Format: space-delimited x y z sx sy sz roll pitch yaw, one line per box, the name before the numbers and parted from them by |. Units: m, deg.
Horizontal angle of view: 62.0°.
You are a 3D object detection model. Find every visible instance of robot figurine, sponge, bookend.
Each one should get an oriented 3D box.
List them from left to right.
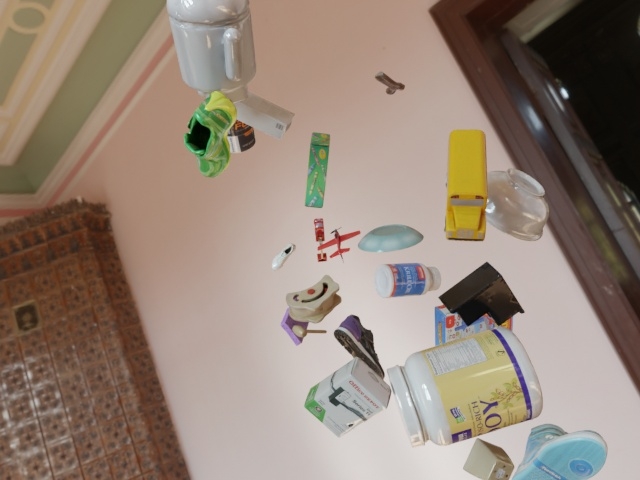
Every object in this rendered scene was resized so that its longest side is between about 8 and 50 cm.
robot figurine | -0.271 -0.519 1.348 0.200 0.300 0.353 -26 -40 -22
sponge | -0.098 0.324 2.194 0.031 0.117 0.210 -29 18 25
bookend | 0.416 0.165 1.373 0.156 0.072 0.157 -38 -60 6

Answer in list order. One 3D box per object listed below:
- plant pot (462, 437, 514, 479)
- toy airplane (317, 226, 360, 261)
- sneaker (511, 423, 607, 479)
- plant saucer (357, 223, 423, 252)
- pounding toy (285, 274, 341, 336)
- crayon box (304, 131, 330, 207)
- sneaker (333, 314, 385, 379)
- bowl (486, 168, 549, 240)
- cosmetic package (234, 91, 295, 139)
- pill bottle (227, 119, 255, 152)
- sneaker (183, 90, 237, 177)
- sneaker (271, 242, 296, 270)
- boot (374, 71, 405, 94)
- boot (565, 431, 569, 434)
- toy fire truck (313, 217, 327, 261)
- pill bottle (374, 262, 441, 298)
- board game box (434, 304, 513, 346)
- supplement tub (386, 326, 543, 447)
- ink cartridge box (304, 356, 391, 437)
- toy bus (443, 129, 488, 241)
plant pot | 0.523 0.689 1.626 0.109 0.108 0.096 27 -3 -19
toy airplane | 0.055 0.012 1.656 0.151 0.151 0.028 -25 -50 8
sneaker | 0.637 0.543 1.416 0.208 0.127 0.319 -41 -14 -48
plant saucer | 0.202 -0.014 1.559 0.195 0.037 0.195 -10 16 3
pounding toy | -0.036 0.266 2.050 0.269 0.154 0.154 -39 -47 -35
crayon box | -0.013 -0.297 2.256 0.081 0.165 0.278 6 -62 -1
sneaker | 0.180 0.408 2.045 0.107 0.283 0.124 -17 23 50
bowl | 0.639 -0.144 1.759 0.298 0.298 0.134 -10 -41 -42
cosmetic package | -0.203 -0.383 1.562 0.098 0.239 0.060 -67 3 -54
pill bottle | -0.304 -0.434 1.826 0.131 0.130 0.245 -20 -47 -14
sneaker | -0.290 -0.252 1.329 0.123 0.109 0.295 -39 -12 -28
sneaker | -0.173 0.073 2.427 0.152 0.054 0.061 -51 -3 2
boot | 0.228 -0.561 1.894 0.114 0.037 0.106 16 -6 -28
boot | 0.726 0.704 1.583 0.095 0.261 0.203 4 -18 30
toy fire truck | 0.000 0.000 2.527 0.047 0.135 0.192 -6 -36 -1
pill bottle | 0.318 0.142 1.924 0.222 0.124 0.124 -2 -22 -23
board game box | 0.606 0.378 2.106 0.302 0.308 0.086 -12 23 -14
supplement tub | 0.358 0.377 1.357 0.332 0.240 0.241 -18 -14 1
ink cartridge box | 0.080 0.458 1.551 0.208 0.153 0.087 -43 8 29
toy bus | 0.405 -0.155 1.481 0.108 0.332 0.130 4 -40 11
